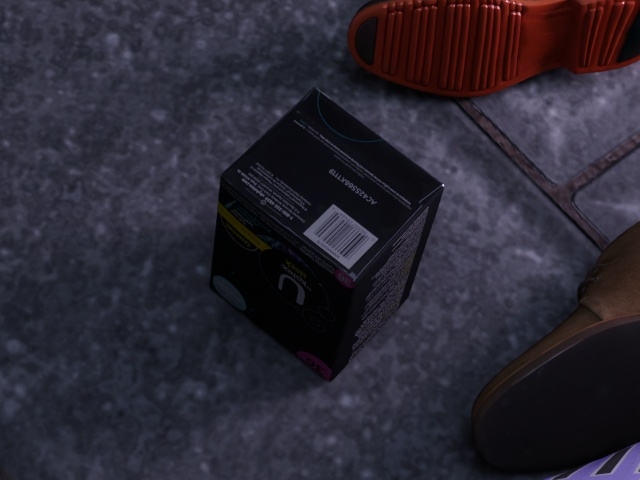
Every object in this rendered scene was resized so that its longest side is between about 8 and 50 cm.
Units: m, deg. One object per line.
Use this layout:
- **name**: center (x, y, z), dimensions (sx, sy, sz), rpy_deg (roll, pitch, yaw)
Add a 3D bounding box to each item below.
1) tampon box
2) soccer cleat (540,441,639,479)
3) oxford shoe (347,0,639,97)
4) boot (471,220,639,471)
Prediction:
- **tampon box**: center (0.000, 0.000, 0.985), dimensions (0.120, 0.161, 0.101), rpy_deg (38, 62, 15)
- **soccer cleat**: center (0.248, 0.172, 0.961), dimensions (0.318, 0.108, 0.116), rpy_deg (-6, 36, -14)
- **oxford shoe**: center (0.147, -0.187, 1.168), dimensions (0.271, 0.097, 0.098), rpy_deg (-4, 41, -15)
- **boot**: center (0.224, 0.065, 1.036), dimensions (0.305, 0.112, 0.115), rpy_deg (-28, 38, -17)
